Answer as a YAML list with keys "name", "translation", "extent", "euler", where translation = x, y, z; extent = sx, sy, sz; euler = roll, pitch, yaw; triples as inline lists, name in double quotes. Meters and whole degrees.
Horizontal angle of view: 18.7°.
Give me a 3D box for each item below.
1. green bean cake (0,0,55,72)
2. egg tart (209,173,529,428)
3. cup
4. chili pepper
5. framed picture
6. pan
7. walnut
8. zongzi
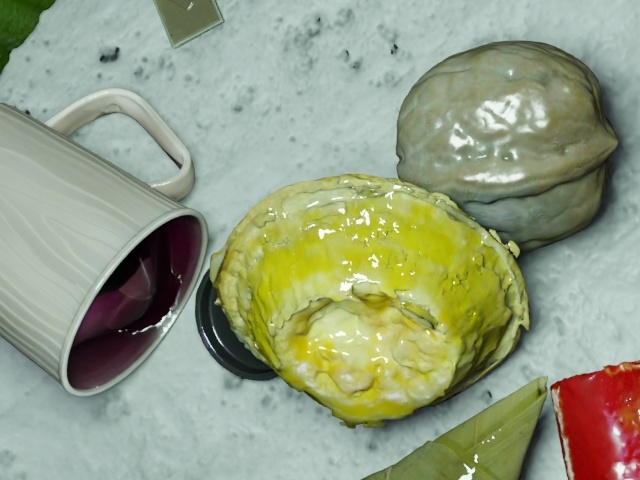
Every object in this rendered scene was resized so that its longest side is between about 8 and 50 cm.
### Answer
- name: "green bean cake"
  translation: [-0.461, -0.337, 2.123]
  extent: [0.335, 0.218, 0.319]
  euler: [37, 95, 17]
- name: "egg tart"
  translation: [0.042, 0.075, 1.863]
  extent: [0.315, 0.315, 0.120]
  euler: [-9, 39, 17]
- name: "cup"
  translation: [-0.265, -0.023, 2.019]
  extent: [0.273, 0.208, 0.288]
  euler: [32, 95, 21]
- name: "chili pepper"
  translation: [0.315, 0.279, 1.823]
  extent: [0.134, 0.131, 0.338]
  euler: [-11, 77, -25]
- name: "framed picture"
  translation: [-0.148, -0.261, 2.115]
  extent: [0.066, 0.006, 0.089]
  euler: [-28, 75, 14]
- name: "pan"
  translation: [-0.032, 0.060, 1.987]
  extent: [0.235, 0.028, 0.136]
  euler: [-25, 87, 35]
- name: "walnut"
  translation: [0.181, -0.091, 1.885]
  extent: [0.224, 0.224, 0.224]
  euler: [-2, 82, 19]
- name: "zongzi"
  translation: [0.155, 0.316, 1.861]
  extent: [0.300, 0.145, 0.274]
  euler: [-33, 76, 15]
